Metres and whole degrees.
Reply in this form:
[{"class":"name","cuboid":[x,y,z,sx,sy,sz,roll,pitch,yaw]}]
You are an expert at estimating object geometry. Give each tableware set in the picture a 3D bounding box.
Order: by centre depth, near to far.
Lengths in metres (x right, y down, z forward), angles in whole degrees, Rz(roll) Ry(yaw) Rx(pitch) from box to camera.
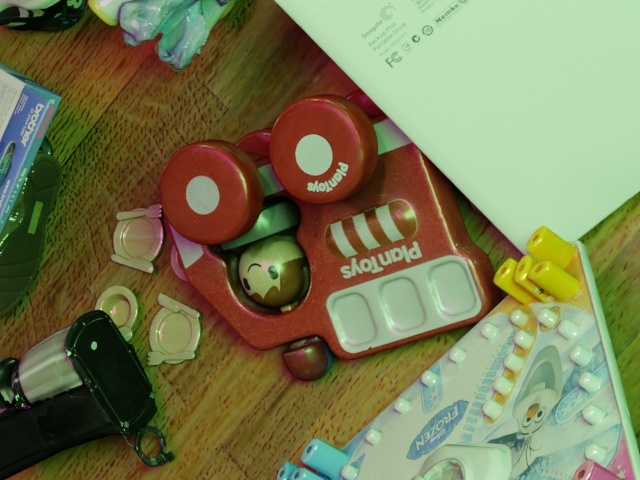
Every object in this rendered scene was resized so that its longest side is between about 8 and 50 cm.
[{"class":"tableware set","cuboid":[-0.174,0.046,1.858,0.141,0.020,0.168,11,85,31]}]

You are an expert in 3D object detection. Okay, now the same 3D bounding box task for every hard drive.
[{"class":"hard drive","cuboid":[0.165,-0.168,1.553,0.233,0.353,0.047,-40,19,17]}]

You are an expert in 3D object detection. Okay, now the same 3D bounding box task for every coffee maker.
[{"class":"coffee maker","cuboid":[-0.272,0.181,1.823,0.178,0.120,0.171,-25,79,28]}]

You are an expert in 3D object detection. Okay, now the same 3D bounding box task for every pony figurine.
[{"class":"pony figurine","cuboid":[-0.053,-0.325,1.704,0.363,0.351,0.303,-41,100,14]}]

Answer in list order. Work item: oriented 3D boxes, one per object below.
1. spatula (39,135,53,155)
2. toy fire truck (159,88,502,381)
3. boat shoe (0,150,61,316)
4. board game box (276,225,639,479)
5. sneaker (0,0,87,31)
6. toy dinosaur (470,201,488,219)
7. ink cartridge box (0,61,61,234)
[{"class":"spatula","cuboid":[-0.380,-0.197,2.018,0.084,0.030,0.296,-42,63,18]},{"class":"toy fire truck","cuboid":[0.000,0.000,1.699,0.302,0.169,0.253,-20,89,26]},{"class":"boat shoe","cuboid":[-0.342,-0.010,1.946,0.072,0.068,0.190,18,85,45]},{"class":"board game box","cuboid":[0.096,0.219,1.488,0.390,0.050,0.390,-45,24,25]},{"class":"sneaker","cuboid":[-0.290,-0.277,1.922,0.217,0.121,0.079,-6,84,49]},{"class":"toy dinosaur","cuboid":[0.155,-0.143,1.671,0.118,0.064,0.268,-26,76,7]},{"class":"ink cartridge box","cuboid":[-0.395,-0.114,1.933,0.311,0.065,0.185,30,98,44]}]
